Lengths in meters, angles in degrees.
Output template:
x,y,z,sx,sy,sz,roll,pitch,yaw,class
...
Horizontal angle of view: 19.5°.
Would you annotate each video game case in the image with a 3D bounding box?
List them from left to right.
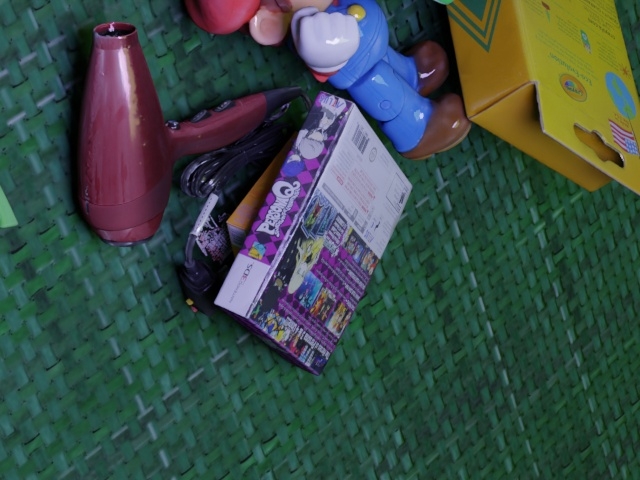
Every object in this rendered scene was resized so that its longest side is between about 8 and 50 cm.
x,y,z,sx,sy,sz,roll,pitch,yaw,class
0.000,0.000,1.688,0.210,0.042,0.232,-64,159,-8,video game case

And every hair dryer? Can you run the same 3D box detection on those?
x,y,z,sx,sy,sz,roll,pitch,yaw,class
-0.126,-0.088,1.617,0.223,0.080,0.293,-63,145,-16,hair dryer

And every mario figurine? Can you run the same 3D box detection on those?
x,y,z,sx,sy,sz,roll,pitch,yaw,class
0.024,-0.206,1.639,0.320,0.198,0.170,34,80,-39,mario figurine

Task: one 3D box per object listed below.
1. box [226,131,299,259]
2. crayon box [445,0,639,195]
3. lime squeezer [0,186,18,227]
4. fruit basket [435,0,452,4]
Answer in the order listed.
x,y,z,sx,sy,sz,roll,pitch,yaw,class
-0.034,-0.034,1.674,0.136,0.028,0.081,-56,154,-32,box
0.211,-0.183,1.771,0.202,0.081,0.318,27,44,-42,crayon box
-0.280,-0.157,1.472,0.110,0.059,0.310,-8,103,-40,lime squeezer
0.021,-0.367,1.568,0.327,0.353,0.165,15,127,-43,fruit basket
